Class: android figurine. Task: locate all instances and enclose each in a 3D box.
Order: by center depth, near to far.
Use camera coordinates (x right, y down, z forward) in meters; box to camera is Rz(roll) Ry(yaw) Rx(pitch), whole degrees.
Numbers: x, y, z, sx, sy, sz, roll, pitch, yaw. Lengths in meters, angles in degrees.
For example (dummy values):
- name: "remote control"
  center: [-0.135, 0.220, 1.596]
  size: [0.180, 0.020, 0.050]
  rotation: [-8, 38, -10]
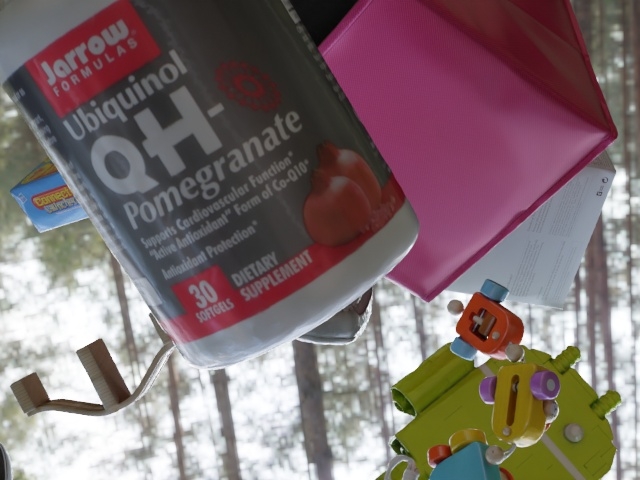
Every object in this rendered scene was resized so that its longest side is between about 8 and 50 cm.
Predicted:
- name: "android figurine"
  center: [0.189, 0.216, 1.182]
  size: [0.273, 0.248, 0.056]
  rotation: [-34, 165, -17]

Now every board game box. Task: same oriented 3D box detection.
- name: "board game box"
  center: [-0.293, -0.159, 1.833]
  size: [0.308, 0.086, 0.302]
  rotation: [-14, -153, 40]

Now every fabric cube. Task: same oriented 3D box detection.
- name: "fabric cube"
  center: [0.069, -0.151, 1.053]
  size: [0.258, 0.254, 0.259]
  rotation: [27, -145, -25]

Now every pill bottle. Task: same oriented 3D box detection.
- name: "pill bottle"
  center: [-0.089, -0.095, 0.708]
  size: [0.176, 0.318, 0.176]
  rotation: [-31, -170, 6]

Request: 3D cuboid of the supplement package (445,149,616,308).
- name: "supplement package"
  center: [0.203, -0.051, 1.348]
  size: [0.203, 0.194, 0.149]
  rotation: [9, -148, -8]

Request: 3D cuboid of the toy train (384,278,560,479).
- name: "toy train"
  center: [0.113, 0.117, 0.792]
  size: [0.046, 0.166, 0.125]
  rotation: [23, -177, -32]

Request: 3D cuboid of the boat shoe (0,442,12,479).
- name: "boat shoe"
  center: [-0.508, 0.382, 1.668]
  size: [0.080, 0.076, 0.228]
  rotation: [1, -127, 8]

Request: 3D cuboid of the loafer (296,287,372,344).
- name: "loafer"
  center: [0.000, 0.000, 1.197]
  size: [0.112, 0.111, 0.319]
  rotation: [4, -154, -6]

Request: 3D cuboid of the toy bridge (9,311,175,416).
- name: "toy bridge"
  center: [-0.185, 0.116, 0.986]
  size: [0.188, 0.063, 0.026]
  rotation: [-27, -179, 26]
